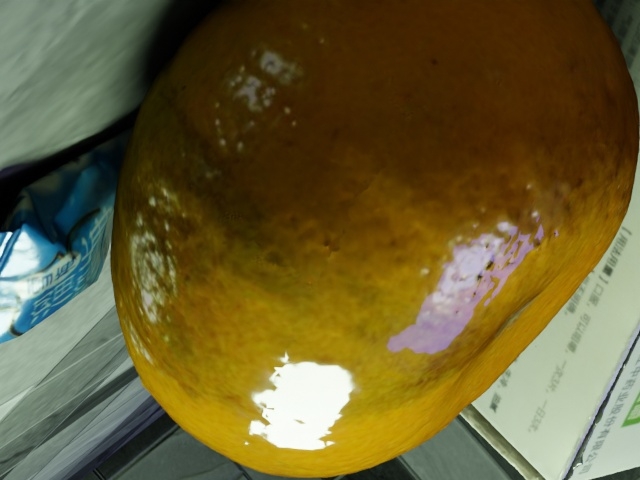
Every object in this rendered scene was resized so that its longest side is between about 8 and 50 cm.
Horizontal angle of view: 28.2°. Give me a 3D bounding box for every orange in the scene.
[{"bbox_3d":[0.016,-0.017,0.521,0.240,0.171,0.240,-41,160,-18],"label":"orange"}]

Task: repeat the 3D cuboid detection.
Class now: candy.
[{"bbox_3d":[-0.109,-0.005,0.541,0.136,0.038,0.088,-48,170,-52],"label":"candy"}]

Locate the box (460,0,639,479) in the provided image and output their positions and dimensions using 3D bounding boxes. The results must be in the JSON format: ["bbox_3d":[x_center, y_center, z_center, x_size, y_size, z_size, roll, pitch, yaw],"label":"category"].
[{"bbox_3d":[0.184,-0.041,0.638,0.173,0.145,0.332,-7,128,-35],"label":"box"}]
